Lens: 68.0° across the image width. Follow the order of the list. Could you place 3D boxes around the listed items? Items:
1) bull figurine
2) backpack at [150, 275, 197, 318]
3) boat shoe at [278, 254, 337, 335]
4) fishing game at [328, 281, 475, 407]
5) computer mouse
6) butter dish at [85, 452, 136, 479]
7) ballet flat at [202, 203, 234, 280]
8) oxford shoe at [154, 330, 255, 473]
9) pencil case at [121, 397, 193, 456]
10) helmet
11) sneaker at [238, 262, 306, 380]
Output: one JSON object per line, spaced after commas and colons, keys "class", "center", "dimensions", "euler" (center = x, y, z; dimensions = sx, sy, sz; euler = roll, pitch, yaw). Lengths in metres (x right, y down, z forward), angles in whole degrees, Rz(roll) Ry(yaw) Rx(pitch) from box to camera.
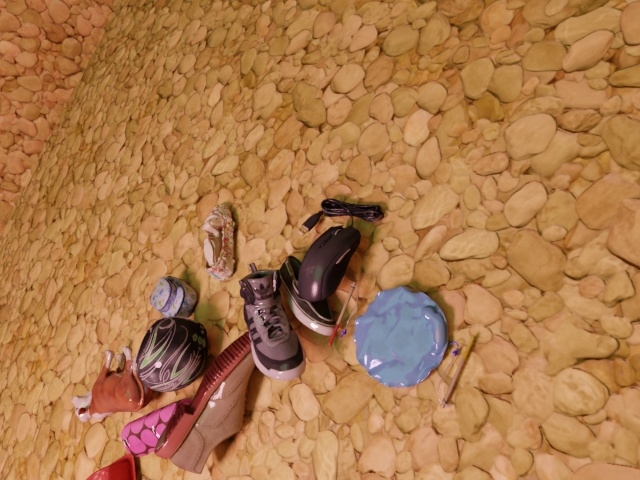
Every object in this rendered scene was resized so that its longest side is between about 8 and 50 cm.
{"class": "bull figurine", "center": [-0.556, 0.394, 1.292], "dimensions": [0.310, 0.101, 0.189], "euler": [-14, 62, 33]}
{"class": "backpack", "center": [-0.399, 0.159, 1.283], "dimensions": [0.114, 0.084, 0.105], "euler": [26, 91, 38]}
{"class": "boat shoe", "center": [-0.029, 0.112, 1.016], "dimensions": [0.219, 0.077, 0.070], "euler": [46, 118, 41]}
{"class": "fishing game", "center": [0.149, 0.178, 0.891], "dimensions": [0.264, 0.041, 0.189], "euler": [18, 83, 32]}
{"class": "computer mouse", "center": [0.000, 0.000, 1.011], "dimensions": [0.184, 0.060, 0.262], "euler": [15, 60, 41]}
{"class": "butter dish", "center": [-0.541, 0.630, 1.172], "dimensions": [0.159, 0.118, 0.160], "euler": [-36, 54, 19]}
{"class": "ballet flat", "center": [-0.275, -0.008, 1.262], "dimensions": [0.091, 0.077, 0.241], "euler": [-29, 56, 26]}
{"class": "oxford shoe", "center": [-0.209, 0.349, 1.060], "dimensions": [0.348, 0.130, 0.123], "euler": [-52, 13, -9]}
{"class": "pencil case", "center": [-0.385, 0.459, 1.148], "dimensions": [0.209, 0.095, 0.098], "euler": [-28, 93, 28]}
{"class": "helmet", "center": [-0.358, 0.282, 1.150], "dimensions": [0.169, 0.169, 0.162], "euler": [-18, 45, 31]}
{"class": "sneaker", "center": [-0.108, 0.153, 0.969], "dimensions": [0.101, 0.153, 0.268], "euler": [-15, 33, -17]}
